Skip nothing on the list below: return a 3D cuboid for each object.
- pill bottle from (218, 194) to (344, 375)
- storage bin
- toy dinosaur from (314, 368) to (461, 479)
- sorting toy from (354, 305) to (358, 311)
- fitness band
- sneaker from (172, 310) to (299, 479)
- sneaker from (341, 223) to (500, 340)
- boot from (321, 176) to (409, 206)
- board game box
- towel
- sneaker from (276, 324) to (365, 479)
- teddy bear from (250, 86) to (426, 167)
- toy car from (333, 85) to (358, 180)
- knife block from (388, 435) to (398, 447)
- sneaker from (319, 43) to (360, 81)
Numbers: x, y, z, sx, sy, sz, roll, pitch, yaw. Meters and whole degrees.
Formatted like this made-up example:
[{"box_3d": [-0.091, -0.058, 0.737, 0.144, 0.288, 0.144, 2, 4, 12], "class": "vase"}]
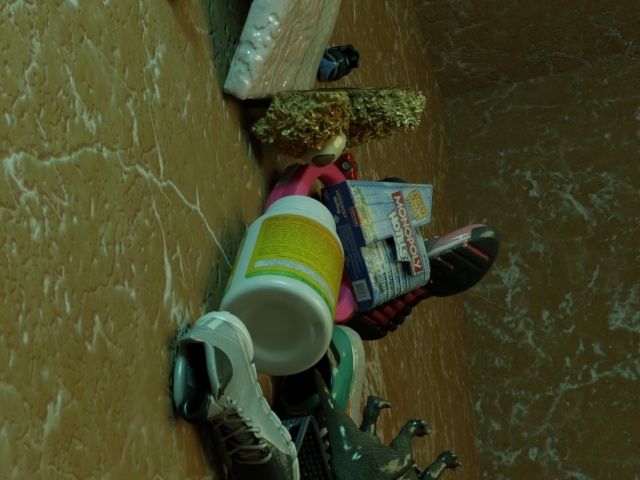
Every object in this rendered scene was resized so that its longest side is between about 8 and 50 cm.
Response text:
[{"box_3d": [-0.042, 0.044, 1.435, 0.245, 0.136, 0.136, -78, 153, -59], "class": "pill bottle"}, {"box_3d": [-0.036, 0.312, 1.359, 0.122, 0.084, 0.180, -65, 141, -68], "class": "storage bin"}, {"box_3d": [0.079, 0.297, 1.446, 0.160, 0.121, 0.313, -51, 125, -41], "class": "toy dinosaur"}, {"box_3d": [0.010, 0.033, 1.817, 0.274, 0.046, 0.132, 37, 41, -49], "class": "sorting toy"}, {"box_3d": [0.000, 0.000, 1.705, 0.209, 0.054, 0.291, 60, 28, -22], "class": "fitness band"}, {"box_3d": [-0.102, 0.195, 1.214, 0.228, 0.086, 0.132, 68, 19, -1], "class": "sneaker"}, {"box_3d": [0.152, 0.039, 1.945, 0.116, 0.314, 0.136, 38, 29, -43], "class": "sneaker"}, {"box_3d": [0.082, -0.060, 1.919, 0.219, 0.106, 0.082, 22, -53, 64], "class": "boot"}, {"box_3d": [0.109, -0.012, 1.745, 0.194, 0.060, 0.194, -20, 93, -46], "class": "board game box"}, {"box_3d": [-0.024, -0.357, 1.664, 0.317, 0.053, 0.331, -17, 128, -76], "class": "towel"}, {"box_3d": [-0.006, 0.257, 1.523, 0.121, 0.108, 0.302, 14, 70, -54], "class": "sneaker"}, {"box_3d": [0.037, -0.175, 1.731, 0.338, 0.245, 0.113, -45, 134, -77], "class": "teddy bear"}, {"box_3d": [0.028, -0.206, 2.113, 0.225, 0.053, 0.239, -83, 159, -53], "class": "toy car"}, {"box_3d": [0.077, 0.362, 1.779, 0.275, 0.088, 0.242, 64, 19, -46], "class": "knife block"}, {"box_3d": [0.043, -0.345, 2.232, 0.188, 0.078, 0.067, -54, 132, -73], "class": "sneaker"}]
